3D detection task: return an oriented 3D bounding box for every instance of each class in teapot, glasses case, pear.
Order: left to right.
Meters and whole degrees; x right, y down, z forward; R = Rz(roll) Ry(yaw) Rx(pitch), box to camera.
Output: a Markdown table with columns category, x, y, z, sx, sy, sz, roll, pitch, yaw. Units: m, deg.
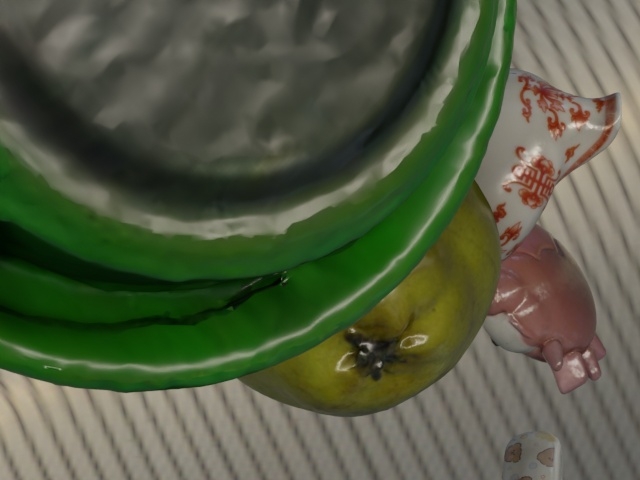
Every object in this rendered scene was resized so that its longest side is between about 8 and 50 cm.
| category | x | y | z | sx | sy | sz | roll | pitch | yaw |
| --- | --- | --- | --- | --- | --- | --- | --- | --- | --- |
| pear | 0.000 | 0.000 | 1.143 | 0.212 | 0.269 | 0.212 | -10 | 123 | -15 |
| teapot | 0.106 | -0.041 | 1.298 | 0.116 | 0.245 | 0.159 | 15 | 52 | -26 |
| glasses case | 0.220 | 0.270 | 1.873 | 0.063 | 0.041 | 0.164 | -7 | 47 | 19 |

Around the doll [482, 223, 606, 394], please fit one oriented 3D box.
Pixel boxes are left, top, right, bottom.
| category | x | y | z | sx | sy | sz | roll | pitch | yaw |
| --- | --- | --- | --- | --- | --- | --- | --- | --- | --- |
| doll | 0.201 | 0.046 | 1.710 | 0.093 | 0.262 | 0.211 | -38 | 76 | 20 |

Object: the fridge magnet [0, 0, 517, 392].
| category | x | y | z | sx | sy | sz | roll | pitch | yaw |
| --- | --- | --- | --- | --- | --- | --- | --- | --- | --- |
| fridge magnet | -0.039 | -0.068 | 0.422 | 0.208 | 0.088 | 0.208 | 1 | 88 | -27 |
